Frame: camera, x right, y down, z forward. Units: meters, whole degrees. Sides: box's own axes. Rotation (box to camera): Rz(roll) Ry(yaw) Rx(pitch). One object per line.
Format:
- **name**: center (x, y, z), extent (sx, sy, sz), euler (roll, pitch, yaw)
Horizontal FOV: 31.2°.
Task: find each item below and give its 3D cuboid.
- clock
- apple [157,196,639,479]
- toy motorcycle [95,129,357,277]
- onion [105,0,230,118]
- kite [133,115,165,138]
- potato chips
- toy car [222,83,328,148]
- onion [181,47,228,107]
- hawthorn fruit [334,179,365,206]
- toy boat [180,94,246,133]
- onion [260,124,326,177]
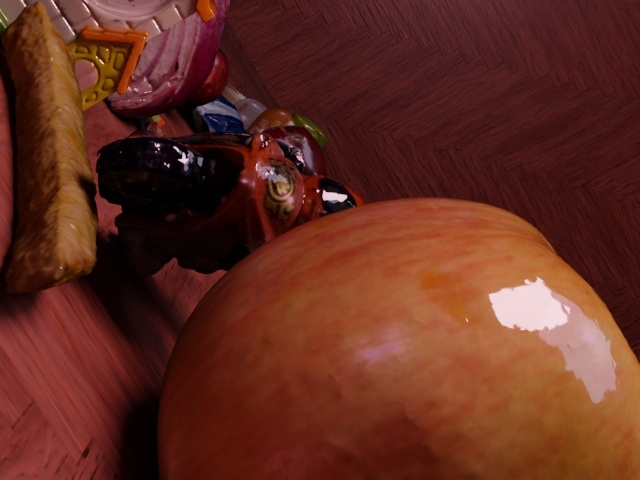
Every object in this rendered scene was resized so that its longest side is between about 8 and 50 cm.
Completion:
- **clock**: center (-0.191, -0.268, 1.068), extent (0.220, 0.255, 0.106), euler (58, 7, -19)
- **apple**: center (0.071, 0.154, 0.830), extent (0.391, 0.346, 0.391), euler (59, 8, -14)
- **toy motorcycle**: center (-0.081, -0.012, 1.015), extent (0.401, 0.207, 0.134), euler (114, -21, -75)
- **onion**: center (-0.160, -0.272, 1.388), extent (0.247, 0.111, 0.250), euler (-32, 128, -71)
- **kite**: center (-0.219, -0.156, 1.471), extent (0.241, 0.014, 0.183), euler (58, 6, -10)
- **potato chips**: center (-0.211, -0.063, 0.885), extent (0.080, 0.057, 0.407), euler (58, 7, -37)
- **toy car**: center (-0.116, -0.204, 2.105), extent (0.235, 0.145, 0.235), euler (40, 6, -5)
- **onion**: center (-0.190, -0.250, 1.633), extent (0.131, 0.131, 0.131), euler (59, 6, -10)
- **hawthorn fruit**: center (0.000, 0.000, 1.526), extent (0.196, 0.225, 0.196), euler (64, -1, 1)
- **toy boat**: center (-0.218, -0.278, 1.839), extent (0.291, 0.067, 0.220), euler (59, 6, 12)
- **onion**: center (-0.060, -0.089, 1.850), extent (0.198, 0.135, 0.173), euler (-121, -148, -51)
